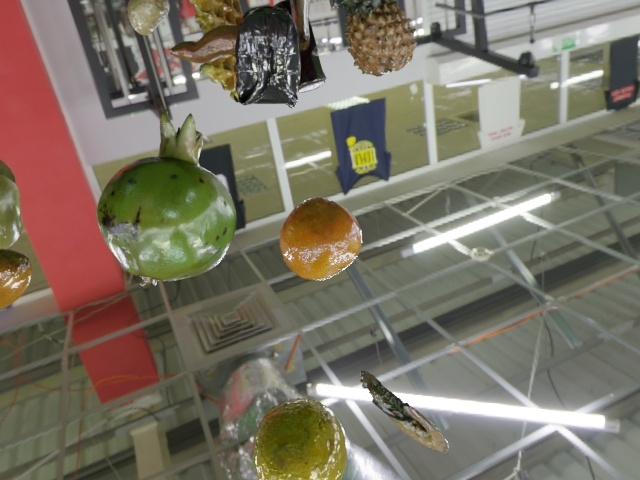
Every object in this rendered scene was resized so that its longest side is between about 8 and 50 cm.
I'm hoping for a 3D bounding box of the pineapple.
[{"bbox_3d":[0.055,-0.387,0.792,0.119,0.277,0.130,-26,-134,10],"label":"pineapple"}]

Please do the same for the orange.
[{"bbox_3d":[0.000,0.000,1.638,0.261,0.261,0.261,-9,-155,4],"label":"orange"}]

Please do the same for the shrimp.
[{"bbox_3d":[0.185,0.375,1.158,0.052,0.251,0.143,-51,180,-26],"label":"shrimp"}]

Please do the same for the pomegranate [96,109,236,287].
[{"bbox_3d":[-0.295,-0.078,1.023,0.260,0.341,0.260,3,-177,0],"label":"pomegranate"}]

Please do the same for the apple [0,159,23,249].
[{"bbox_3d":[-0.796,-0.072,1.138,0.254,0.292,0.292,-7,-161,-33],"label":"apple"}]

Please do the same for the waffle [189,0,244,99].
[{"bbox_3d":[-0.235,-0.507,1.328,0.058,0.281,0.301,-11,-115,25],"label":"waffle"}]

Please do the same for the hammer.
[{"bbox_3d":[-0.046,-0.545,1.295,0.095,0.243,0.409,-17,178,-5],"label":"hammer"}]

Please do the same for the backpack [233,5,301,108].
[{"bbox_3d":[-0.092,-0.323,0.923,0.119,0.165,0.106,-1,-144,-16],"label":"backpack"}]

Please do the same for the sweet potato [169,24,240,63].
[{"bbox_3d":[-0.181,-0.371,0.985,0.202,0.058,0.055,-7,-166,8],"label":"sweet potato"}]

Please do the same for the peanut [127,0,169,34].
[{"bbox_3d":[-0.463,-0.678,1.458,0.104,0.228,0.086,33,-145,-12],"label":"peanut"}]

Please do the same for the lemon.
[{"bbox_3d":[-0.055,0.572,1.415,0.257,0.258,0.310,-8,-151,6],"label":"lemon"}]

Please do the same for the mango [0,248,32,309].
[{"bbox_3d":[-0.466,0.058,0.691,0.159,0.105,0.084,1,-152,6],"label":"mango"}]
